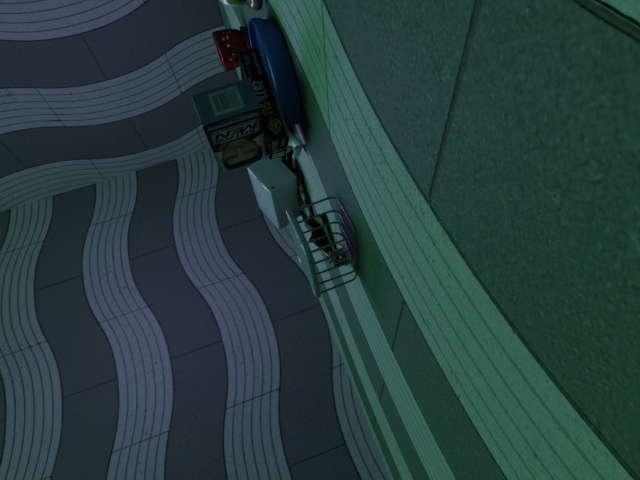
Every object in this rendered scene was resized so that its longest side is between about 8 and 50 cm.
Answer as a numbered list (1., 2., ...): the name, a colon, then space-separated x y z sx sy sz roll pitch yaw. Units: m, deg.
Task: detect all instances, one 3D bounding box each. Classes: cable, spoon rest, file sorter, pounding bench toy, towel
1. cable: -0.166 -0.399 2.148 0.151 0.047 0.184 -148 55 -61
2. spoon rest: -0.172 -0.420 1.765 0.276 0.084 0.137 39 124 22
3. file sorter: 0.016 0.022 1.455 0.277 0.173 0.192 81 167 -54
4. pounding bench toy: 0.067 0.074 1.632 0.083 0.065 0.052 78 169 -47
5. towel: -0.085 -0.195 2.185 0.237 0.037 0.328 -130 22 -69

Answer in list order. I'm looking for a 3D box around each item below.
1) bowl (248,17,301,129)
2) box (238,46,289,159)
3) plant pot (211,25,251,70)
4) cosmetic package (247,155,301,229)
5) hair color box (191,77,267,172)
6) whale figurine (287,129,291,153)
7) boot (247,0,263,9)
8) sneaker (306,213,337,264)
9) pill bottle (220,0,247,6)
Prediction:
1. bowl: -0.160 -0.589 1.572 0.391 0.077 0.390 161 90 -82
2. box: -0.201 -0.475 1.569 0.257 0.080 0.321 148 103 -84
3. plant pot: -0.435 -0.973 2.225 0.191 0.174 0.190 162 90 -82
4. cosmetic package: -0.219 -0.232 2.157 0.197 0.155 0.365 49 163 19
5. hair color box: -0.291 -0.371 1.480 0.374 0.186 0.113 107 142 -77
6. whale figurine: -0.206 -0.471 1.939 0.272 0.141 0.216 81 166 -85
7. boot: -0.266 -0.861 1.430 0.197 0.072 0.152 27 159 2
8. sneaker: 0.000 0.000 1.807 0.084 0.097 0.234 -133 25 -74
9. pill bottle: -0.315 -0.961 1.524 0.245 0.137 0.136 87 162 -65
